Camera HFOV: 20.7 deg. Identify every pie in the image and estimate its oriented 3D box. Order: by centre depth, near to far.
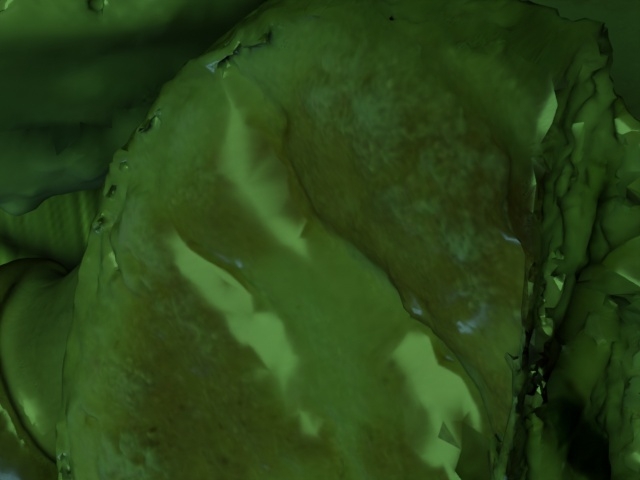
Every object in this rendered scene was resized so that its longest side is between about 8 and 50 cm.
[{"bbox_3d":[0.031,0.084,0.545,0.338,0.075,0.337,16,115,36],"label":"pie"}]

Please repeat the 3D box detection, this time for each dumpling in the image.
[{"bbox_3d":[-0.129,-0.090,0.672,0.243,0.318,0.187,-37,73,61],"label":"dumpling"}]

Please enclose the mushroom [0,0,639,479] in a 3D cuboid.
[{"bbox_3d":[0.000,0.000,0.671,0.350,0.128,0.128,-26,82,24],"label":"mushroom"}]
